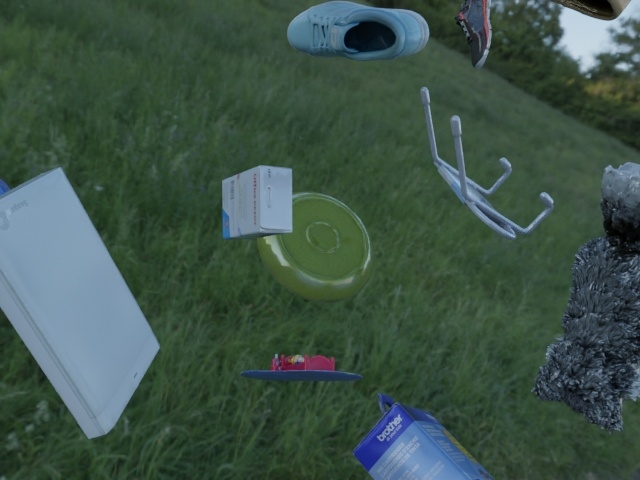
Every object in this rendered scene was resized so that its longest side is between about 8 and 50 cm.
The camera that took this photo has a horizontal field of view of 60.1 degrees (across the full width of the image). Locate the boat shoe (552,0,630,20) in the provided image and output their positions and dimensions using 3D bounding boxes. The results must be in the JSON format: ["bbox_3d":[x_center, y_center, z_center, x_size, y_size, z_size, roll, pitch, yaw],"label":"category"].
[{"bbox_3d":[0.132,-0.196,0.372,0.170,0.059,0.063,22,0,10],"label":"boat shoe"}]

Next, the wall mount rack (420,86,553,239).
[{"bbox_3d":[0.313,-0.157,1.150,0.304,0.130,0.350,30,21,-22],"label":"wall mount rack"}]

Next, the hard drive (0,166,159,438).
[{"bbox_3d":[-0.327,0.074,0.733,0.040,0.308,0.203,-18,20,11],"label":"hard drive"}]

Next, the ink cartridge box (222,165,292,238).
[{"bbox_3d":[-0.089,-0.049,0.767,0.052,0.089,0.122,1,-5,-32],"label":"ink cartridge box"}]

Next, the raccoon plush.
[{"bbox_3d":[0.480,0.118,0.992,0.216,0.299,0.446,12,-36,57],"label":"raccoon plush"}]

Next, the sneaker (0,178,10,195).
[{"bbox_3d":[-0.477,0.011,0.663,0.236,0.130,0.323,-16,32,46],"label":"sneaker"}]

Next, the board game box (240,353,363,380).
[{"bbox_3d":[-0.026,0.172,0.765,0.168,0.033,0.133,-4,-20,14],"label":"board game box"}]

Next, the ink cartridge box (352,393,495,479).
[{"bbox_3d":[0.241,0.493,1.147,0.395,0.151,0.270,41,1,32],"label":"ink cartridge box"}]

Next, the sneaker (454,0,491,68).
[{"bbox_3d":[0.281,-0.400,1.036,0.064,0.158,0.061,0,-1,-1],"label":"sneaker"}]

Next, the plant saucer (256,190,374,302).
[{"bbox_3d":[0.000,0.000,1.046,0.241,0.037,0.241,11,58,-18],"label":"plant saucer"}]

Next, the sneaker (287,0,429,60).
[{"bbox_3d":[0.056,-0.486,1.282,0.366,0.135,0.150,9,24,31],"label":"sneaker"}]
